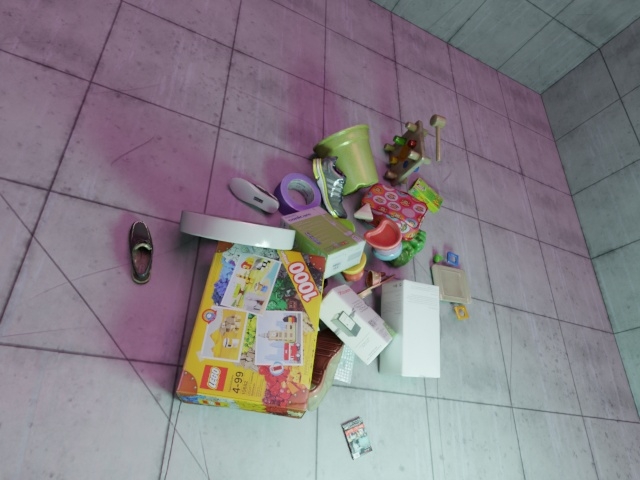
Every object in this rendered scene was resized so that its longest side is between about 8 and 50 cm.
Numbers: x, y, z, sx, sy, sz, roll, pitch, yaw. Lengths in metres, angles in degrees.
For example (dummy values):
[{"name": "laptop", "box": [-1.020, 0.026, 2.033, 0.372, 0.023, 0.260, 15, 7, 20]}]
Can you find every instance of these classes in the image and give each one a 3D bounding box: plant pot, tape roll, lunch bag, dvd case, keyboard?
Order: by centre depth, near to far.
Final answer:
[{"name": "tape roll", "box": [-0.280, -0.036, 1.497, 0.392, 0.392, 0.072, 9, 92, -27]}, {"name": "dvd case", "box": [0.131, 0.706, 1.574, 0.087, 0.013, 0.119, -9, 69, -34]}, {"name": "keyboard", "box": [0.101, 0.418, 1.708, 0.072, 0.014, 0.256, 25, 55, -18]}, {"name": "tape roll", "box": [-0.098, -0.185, 1.867, 0.189, 0.080, 0.189, 13, 60, -24]}, {"name": "plant pot", "box": [0.137, -0.350, 2.005, 0.276, 0.276, 0.254, -20, 88, -37]}, {"name": "lunch bag", "box": [0.340, -0.149, 2.036, 0.293, 0.120, 0.258, 27, 46, 12]}]

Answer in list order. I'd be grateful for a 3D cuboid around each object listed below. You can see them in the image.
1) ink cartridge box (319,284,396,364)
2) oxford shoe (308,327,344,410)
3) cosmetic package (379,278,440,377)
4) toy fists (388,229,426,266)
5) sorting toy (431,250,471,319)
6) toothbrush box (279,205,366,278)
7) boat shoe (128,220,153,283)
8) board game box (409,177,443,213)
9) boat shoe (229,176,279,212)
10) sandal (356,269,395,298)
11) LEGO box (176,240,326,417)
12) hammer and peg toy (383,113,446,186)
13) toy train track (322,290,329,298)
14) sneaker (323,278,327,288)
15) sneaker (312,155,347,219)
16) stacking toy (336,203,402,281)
[{"name": "ink cartridge box", "box": [0.132, 0.303, 1.633, 0.273, 0.115, 0.198, 43, 13, 15]}, {"name": "oxford shoe", "box": [0.006, 0.451, 1.593, 0.348, 0.123, 0.130, -50, 140, -48]}, {"name": "cosmetic package", "box": [0.357, 0.355, 1.762, 0.197, 0.155, 0.365, 14, 72, -28]}, {"name": "toy fists", "box": [0.396, 0.019, 2.049, 0.279, 0.096, 0.142, -36, 87, -40]}, {"name": "sorting toy", "box": [0.621, 0.216, 2.113, 0.196, 0.047, 0.348, 9, 60, -22]}, {"name": "toothbrush box", "box": [0.000, 0.000, 1.719, 0.206, 0.122, 0.283, -20, 47, -39]}, {"name": "boat shoe", "box": [-0.589, 0.029, 1.458, 0.080, 0.073, 0.223, 3, 64, -30]}, {"name": "board game box", "box": [0.557, -0.237, 2.315, 0.181, 0.043, 0.092, 41, 52, -6]}, {"name": "boat shoe", "box": [-0.264, -0.184, 1.778, 0.219, 0.078, 0.070, 33, 18, -8]}, {"name": "sandal", "box": [0.221, 0.166, 1.868, 0.240, 0.088, 0.079, -28, 88, -33]}, {"name": "LEGO box", "box": [-0.200, 0.278, 1.419, 0.372, 0.193, 0.500, 10, 59, -4]}, {"name": "hammer and peg toy", "box": [0.454, -0.452, 2.164, 0.127, 0.361, 0.266, 17, 59, -23]}, {"name": "toy train track", "box": [0.031, 0.219, 1.773, 0.083, 0.014, 0.048, -23, 72, -43]}, {"name": "sneaker", "box": [-0.070, 0.162, 1.669, 0.227, 0.130, 0.087, 0, 64, -29]}, {"name": "sneaker", "box": [0.064, -0.225, 1.903, 0.111, 0.121, 0.300, -73, 142, -65]}, {"name": "stacking toy", "box": [0.178, 0.015, 1.878, 0.309, 0.130, 0.279, -29, 53, -9]}]
